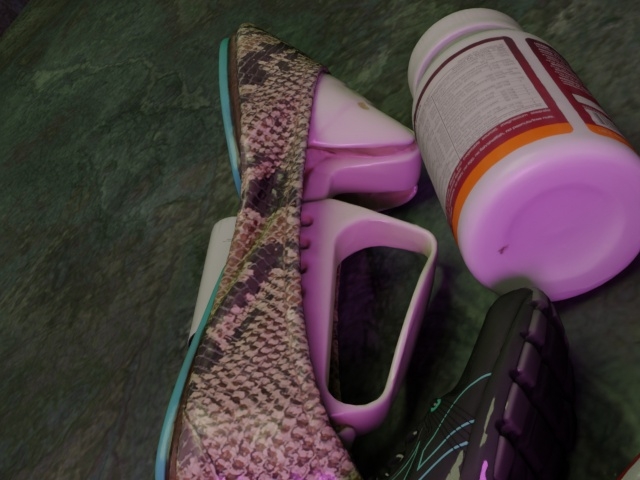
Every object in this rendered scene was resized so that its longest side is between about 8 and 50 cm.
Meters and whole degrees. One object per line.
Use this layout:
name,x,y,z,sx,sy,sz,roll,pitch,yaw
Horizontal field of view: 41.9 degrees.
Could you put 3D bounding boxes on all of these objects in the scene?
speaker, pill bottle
speaker,-0.081,0.042,0.748,0.055,0.055,0.136,-26,38,27
pill bottle,0.130,-0.070,0.578,0.121,0.121,0.221,-34,34,17

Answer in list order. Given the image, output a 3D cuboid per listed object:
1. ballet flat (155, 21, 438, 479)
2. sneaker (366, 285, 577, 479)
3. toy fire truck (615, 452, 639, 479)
ballet flat,0.000,0.000,0.647,0.182,0.164,0.482,-8,50,13
sneaker,0.059,0.136,0.439,0.106,0.101,0.267,2,54,38
toy fire truck,0.182,0.136,0.294,0.302,0.169,0.254,-47,9,-4
